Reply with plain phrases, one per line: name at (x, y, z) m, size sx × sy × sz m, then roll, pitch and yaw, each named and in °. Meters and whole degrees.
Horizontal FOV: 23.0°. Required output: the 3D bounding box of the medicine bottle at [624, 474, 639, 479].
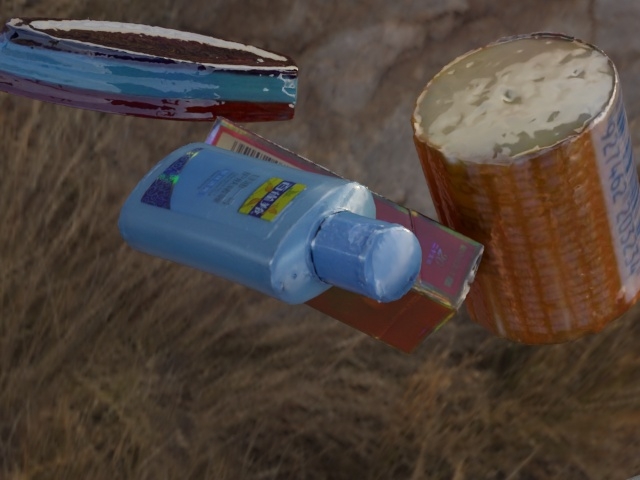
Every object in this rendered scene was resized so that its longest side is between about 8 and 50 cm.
medicine bottle at (0.429, 0.233, 1.422) m, size 0.375 × 0.282 × 0.123 m, roll -21°, pitch 74°, yaw 10°

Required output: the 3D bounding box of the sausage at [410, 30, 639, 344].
sausage at (0.241, -0.058, 1.748) m, size 0.233 × 0.287 × 0.233 m, roll -12°, pitch 42°, yaw 11°

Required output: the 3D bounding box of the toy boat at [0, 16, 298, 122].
toy boat at (-0.200, -0.193, 1.764) m, size 0.392 × 0.079 × 0.136 m, roll 3°, pitch 40°, yaw -34°

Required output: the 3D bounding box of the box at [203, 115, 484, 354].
box at (-0.001, 0.000, 1.700) m, size 0.313 × 0.197 × 0.089 m, roll 27°, pitch 67°, yaw -3°

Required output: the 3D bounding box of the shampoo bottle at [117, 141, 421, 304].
shampoo bottle at (-0.033, -0.009, 1.102) m, size 0.258 × 0.061 × 0.104 m, roll 17°, pitch 54°, yaw 47°
